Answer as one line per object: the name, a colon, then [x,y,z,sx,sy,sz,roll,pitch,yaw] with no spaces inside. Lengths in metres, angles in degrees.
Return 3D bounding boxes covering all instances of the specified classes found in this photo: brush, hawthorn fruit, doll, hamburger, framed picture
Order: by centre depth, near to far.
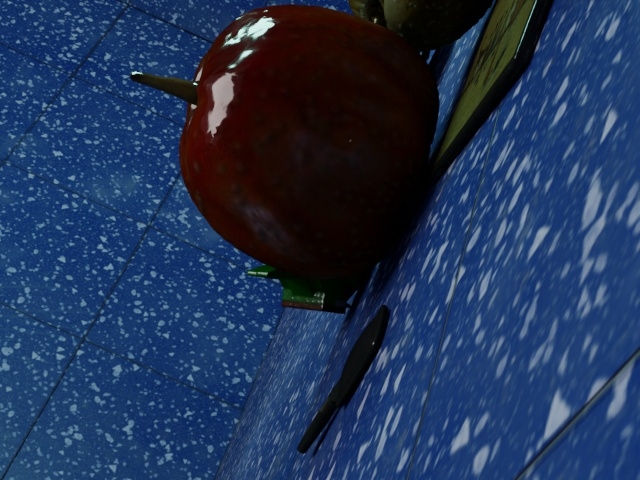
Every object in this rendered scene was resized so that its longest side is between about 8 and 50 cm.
framed picture: [0.190,-0.240,0.962,0.255,0.014,0.339,120,173,-70]
brush: [0.017,0.140,0.976,0.063,0.016,0.193,-68,3,-56]
hawthorn fruit: [-0.043,-0.118,1.108,0.287,0.330,0.287,-159,90,-78]
hamburger: [0.131,-0.297,1.157,0.189,0.122,0.215,-21,-38,-42]
doll: [0.005,0.005,1.275,0.106,0.134,0.186,1,54,49]

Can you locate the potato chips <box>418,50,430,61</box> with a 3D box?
potato chips: [0.075,-0.262,1.663,0.358,0.070,0.429,-53,-9,21]

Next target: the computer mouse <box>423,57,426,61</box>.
computer mouse: [0.097,-0.179,1.623,0.242,0.077,0.146,-55,-5,4]
